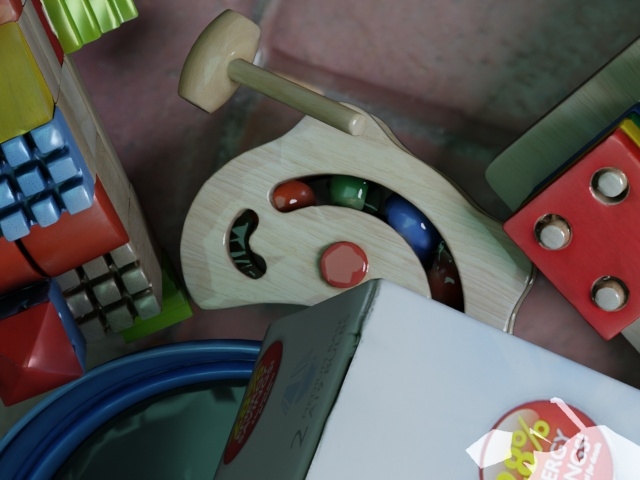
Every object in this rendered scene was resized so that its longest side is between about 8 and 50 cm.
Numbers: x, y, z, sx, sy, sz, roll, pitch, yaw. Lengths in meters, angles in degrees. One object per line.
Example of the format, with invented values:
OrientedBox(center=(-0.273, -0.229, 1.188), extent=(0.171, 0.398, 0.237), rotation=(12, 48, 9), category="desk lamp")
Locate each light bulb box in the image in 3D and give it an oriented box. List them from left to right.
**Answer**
OrientedBox(center=(0.100, 0.254, 0.956), extent=(0.361, 0.225, 0.358), rotation=(23, 77, -10), category="light bulb box")

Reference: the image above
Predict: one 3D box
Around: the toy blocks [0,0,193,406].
OrientedBox(center=(-0.188, -0.068, 1.034), extent=(0.190, 0.261, 0.381), rotation=(-23, 107, 1), category="toy blocks")

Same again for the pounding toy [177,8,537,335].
OrientedBox(center=(0.000, 0.000, 1.109), extent=(0.269, 0.155, 0.154), rotation=(39, 96, 7), category="pounding toy")

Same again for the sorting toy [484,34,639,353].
OrientedBox(center=(0.254, -0.008, 1.029), extent=(0.257, 0.089, 0.255), rotation=(48, 121, -2), category="sorting toy")

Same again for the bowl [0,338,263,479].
OrientedBox(center=(-0.049, 0.252, 1.168), extent=(0.391, 0.077, 0.391), rotation=(1, 95, 12), category="bowl")
